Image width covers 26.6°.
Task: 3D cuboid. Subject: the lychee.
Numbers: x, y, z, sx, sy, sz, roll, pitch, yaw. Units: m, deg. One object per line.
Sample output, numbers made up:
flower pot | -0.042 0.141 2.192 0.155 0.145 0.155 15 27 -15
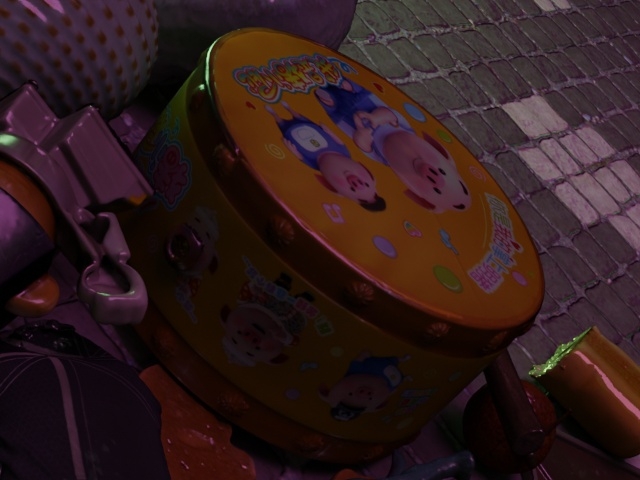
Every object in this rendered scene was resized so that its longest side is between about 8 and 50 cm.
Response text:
lychee | 0.202 0.196 1.442 0.101 0.114 0.140 13 15 5

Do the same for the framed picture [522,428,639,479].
framed picture | 0.315 0.334 1.485 0.211 0.020 0.289 27 34 -23

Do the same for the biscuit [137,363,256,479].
biscuit | -0.119 0.182 1.185 0.133 0.027 0.184 6 44 -46

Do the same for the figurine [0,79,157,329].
figurine | -0.281 -0.013 1.118 0.309 0.143 0.308 -5 31 3

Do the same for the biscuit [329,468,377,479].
biscuit | 0.095 0.305 1.261 0.236 0.040 0.144 38 23 -1

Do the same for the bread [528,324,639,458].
bread | 0.345 0.189 1.639 0.173 0.085 0.134 46 26 11

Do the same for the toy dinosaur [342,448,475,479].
toy dinosaur | -0.014 0.253 1.082 0.331 0.129 0.383 1 13 -20

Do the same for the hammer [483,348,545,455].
hammer | 0.189 0.138 1.397 0.043 0.111 0.365 60 7 -13

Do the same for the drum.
drum | 0.000 0.000 1.350 0.431 0.214 0.431 30 29 -19

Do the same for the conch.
conch | -0.319 -0.232 1.323 0.303 0.215 0.319 37 28 13

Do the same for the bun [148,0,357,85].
bun | -0.124 -0.293 1.603 0.355 0.194 0.354 5 40 -4

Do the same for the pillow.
pillow | -0.187 0.195 1.030 0.162 0.092 0.335 16 38 -27
